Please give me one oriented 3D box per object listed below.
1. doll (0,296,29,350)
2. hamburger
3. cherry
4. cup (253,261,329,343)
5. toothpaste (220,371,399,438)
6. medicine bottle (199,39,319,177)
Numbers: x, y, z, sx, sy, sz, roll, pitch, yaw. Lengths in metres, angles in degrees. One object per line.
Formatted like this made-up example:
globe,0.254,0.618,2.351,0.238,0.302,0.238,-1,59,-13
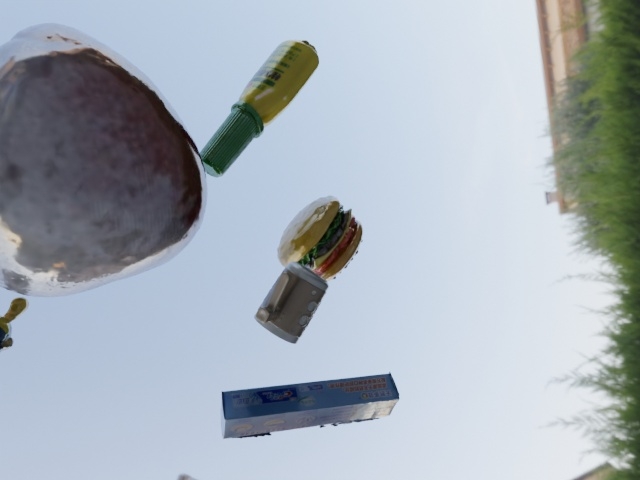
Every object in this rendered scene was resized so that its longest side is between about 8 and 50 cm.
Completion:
doll,-0.456,0.142,0.606,0.089,0.101,0.179,95,173,-46
hamburger,0.000,0.000,0.815,0.115,0.162,0.162,40,-125,-14
cherry,-0.333,-0.086,0.628,0.326,0.291,0.335,-38,-54,-10
cup,-0.048,0.080,0.661,0.102,0.074,0.099,33,-93,-41
toothpaste,-0.016,0.254,0.726,0.271,0.053,0.066,-1,-49,-15
medicine bottle,-0.115,-0.244,0.860,0.309,0.111,0.076,-57,-44,-16
